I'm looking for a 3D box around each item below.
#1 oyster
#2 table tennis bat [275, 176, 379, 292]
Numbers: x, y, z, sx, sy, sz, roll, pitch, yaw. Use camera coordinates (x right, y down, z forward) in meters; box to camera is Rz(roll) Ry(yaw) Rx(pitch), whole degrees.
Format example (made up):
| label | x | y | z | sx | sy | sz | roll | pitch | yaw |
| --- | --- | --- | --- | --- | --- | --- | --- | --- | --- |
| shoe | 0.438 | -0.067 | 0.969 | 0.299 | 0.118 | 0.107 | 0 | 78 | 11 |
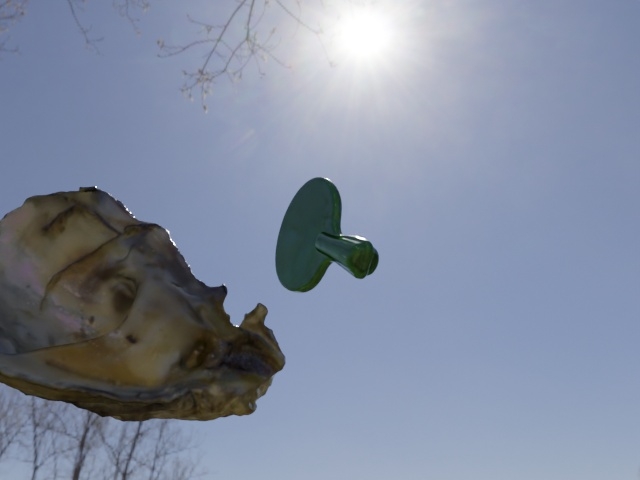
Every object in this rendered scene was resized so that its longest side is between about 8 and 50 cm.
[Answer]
| label | x | y | z | sx | sy | sz | roll | pitch | yaw |
| --- | --- | --- | --- | --- | --- | --- | --- | --- | --- |
| oyster | -0.197 | 0.059 | 0.466 | 0.275 | 0.271 | 0.100 | -16 | -27 | -25 |
| table tennis bat | 0.000 | 0.000 | 0.692 | 0.039 | 0.161 | 0.257 | 15 | 4 | -26 |
